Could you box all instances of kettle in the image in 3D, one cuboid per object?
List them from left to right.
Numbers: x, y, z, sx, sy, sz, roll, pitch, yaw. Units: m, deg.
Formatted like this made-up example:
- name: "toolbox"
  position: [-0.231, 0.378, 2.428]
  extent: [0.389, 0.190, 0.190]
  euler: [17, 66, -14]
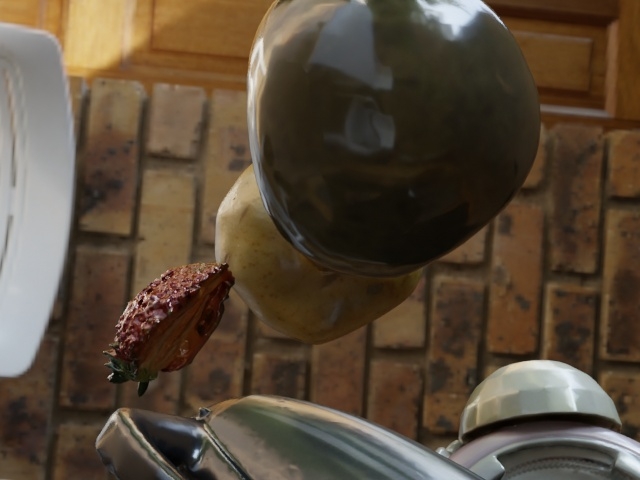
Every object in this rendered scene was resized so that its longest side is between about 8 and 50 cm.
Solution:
- name: "kettle"
  position: [-0.014, 0.211, 0.667]
  extent: [0.271, 0.251, 0.207]
  euler: [32, -60, 35]

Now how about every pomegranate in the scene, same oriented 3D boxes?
- name: "pomegranate"
  position: [0.000, 0.000, 1.505]
  extent: [0.342, 0.343, 0.342]
  euler: [-175, -90, -84]

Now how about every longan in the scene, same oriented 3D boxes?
- name: "longan"
  position: [0.046, -0.099, 0.771]
  extent: [0.215, 0.246, 0.246]
  euler: [28, 63, -65]

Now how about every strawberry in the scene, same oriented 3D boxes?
- name: "strawberry"
  position: [-0.188, 0.094, 1.175]
  extent: [0.085, 0.140, 0.192]
  euler: [44, -44, 25]

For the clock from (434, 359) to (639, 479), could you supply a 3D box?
- name: "clock"
  position: [0.198, 0.300, 0.848]
  extent: [0.342, 0.326, 0.184]
  euler: [-42, 164, -25]
